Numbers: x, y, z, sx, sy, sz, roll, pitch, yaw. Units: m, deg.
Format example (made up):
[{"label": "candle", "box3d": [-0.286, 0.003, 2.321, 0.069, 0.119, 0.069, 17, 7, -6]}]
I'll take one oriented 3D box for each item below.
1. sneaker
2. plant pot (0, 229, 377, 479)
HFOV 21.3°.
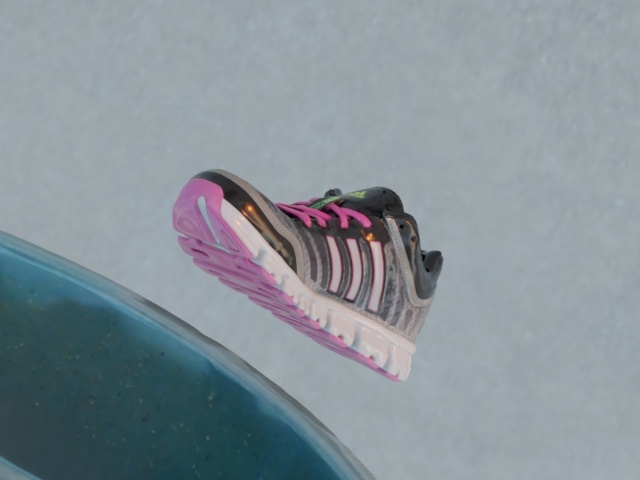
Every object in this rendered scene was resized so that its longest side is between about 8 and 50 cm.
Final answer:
[{"label": "sneaker", "box3d": [0.000, 0.000, 0.764, 0.063, 0.075, 0.170, 20, 168, 44]}, {"label": "plant pot", "box3d": [-0.185, 0.190, 0.538, 0.341, 0.341, 0.334, 25, 106, 0]}]
